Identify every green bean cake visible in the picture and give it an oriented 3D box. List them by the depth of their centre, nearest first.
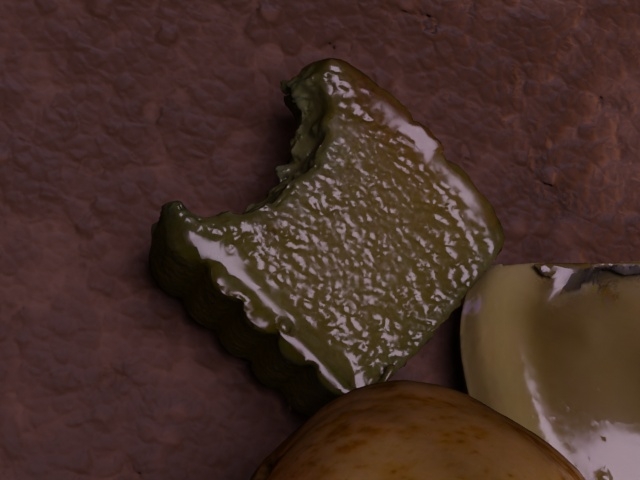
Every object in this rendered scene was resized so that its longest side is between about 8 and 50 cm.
[{"bbox_3d":[0.000,0.000,1.536,0.233,0.124,0.236,45,63,-2],"label":"green bean cake"}]

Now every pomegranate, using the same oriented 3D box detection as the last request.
[{"bbox_3d":[0.083,0.275,1.359,0.342,0.342,0.342,6,70,-18],"label":"pomegranate"}]

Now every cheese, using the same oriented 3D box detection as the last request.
[{"bbox_3d":[0.253,0.168,1.577,0.259,0.128,0.316,-6,68,-14],"label":"cheese"}]
